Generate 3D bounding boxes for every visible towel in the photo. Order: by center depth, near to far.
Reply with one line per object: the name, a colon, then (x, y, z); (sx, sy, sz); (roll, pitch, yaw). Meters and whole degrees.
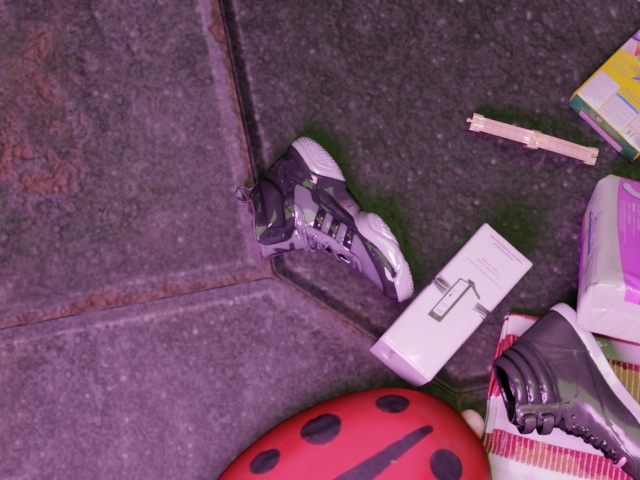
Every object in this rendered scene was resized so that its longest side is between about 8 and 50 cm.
towel: (0.328, 0.273, 1.554); (0.237, 0.037, 0.329); (13, 76, 0)

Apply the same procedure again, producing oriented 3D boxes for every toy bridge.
toy bridge: (0.294, -0.141, 1.636); (0.188, 0.063, 0.026); (16, 95, 2)

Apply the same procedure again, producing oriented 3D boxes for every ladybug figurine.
ladybug figurine: (0.019, 0.335, 1.433); (0.449, 0.162, 0.305); (-37, 63, -15)

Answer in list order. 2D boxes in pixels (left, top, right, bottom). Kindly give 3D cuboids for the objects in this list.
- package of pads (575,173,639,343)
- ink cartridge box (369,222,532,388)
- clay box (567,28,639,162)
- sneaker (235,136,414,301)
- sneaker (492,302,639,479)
package of pads: (0.488, 0.043, 1.538); (0.296, 0.101, 0.229); (15, 44, 1)
ink cartridge box: (0.167, 0.090, 1.534); (0.086, 0.148, 0.203); (42, 80, 6)
clay box: (0.474, -0.232, 1.671); (0.222, 0.053, 0.127); (-43, 82, -12)
sneaker: (0.000, 0.000, 1.578); (0.153, 0.101, 0.268); (-34, 74, -9)
sneaker: (0.329, 0.237, 1.498); (0.147, 0.104, 0.296); (-29, 74, -10)
